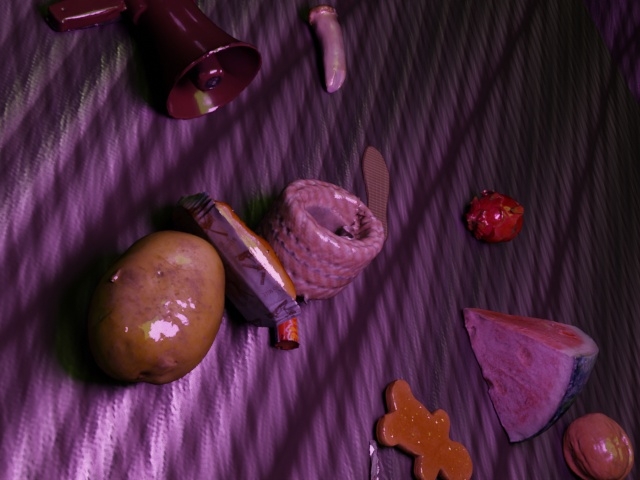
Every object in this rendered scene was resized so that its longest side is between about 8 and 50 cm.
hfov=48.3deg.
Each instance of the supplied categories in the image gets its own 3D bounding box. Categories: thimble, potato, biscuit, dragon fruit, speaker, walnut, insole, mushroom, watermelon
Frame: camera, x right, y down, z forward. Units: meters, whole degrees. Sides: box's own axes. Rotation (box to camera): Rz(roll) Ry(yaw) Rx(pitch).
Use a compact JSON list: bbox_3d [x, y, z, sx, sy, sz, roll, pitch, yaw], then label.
[{"bbox_3d":[-0.006,-0.003,1.279,0.196,0.148,0.229,46,28,9],"label":"thimble"},{"bbox_3d":[-0.236,0.097,1.037,0.197,0.149,0.228,28,51,-45],"label":"potato"},{"bbox_3d":[0.199,0.381,1.358,0.240,0.035,0.158,44,48,-15],"label":"biscuit"},{"bbox_3d":[0.434,-0.056,1.744,0.166,0.133,0.136,19,49,-32],"label":"dragon fruit"},{"bbox_3d":[-0.306,-0.370,1.275,0.259,0.198,0.329,-39,79,-8],"label":"speaker"},{"bbox_3d":[0.631,0.477,1.627,0.166,0.149,0.166,-16,90,-78],"label":"walnut"},{"bbox_3d":[0.126,-0.105,1.581,0.086,0.005,0.253,21,55,-32],"label":"insole"},{"bbox_3d":[0.020,-0.437,1.622,0.084,0.071,0.209,39,39,-70],"label":"mushroom"},{"bbox_3d":[0.474,0.236,1.539,0.292,0.250,0.283,55,38,-8],"label":"watermelon"}]

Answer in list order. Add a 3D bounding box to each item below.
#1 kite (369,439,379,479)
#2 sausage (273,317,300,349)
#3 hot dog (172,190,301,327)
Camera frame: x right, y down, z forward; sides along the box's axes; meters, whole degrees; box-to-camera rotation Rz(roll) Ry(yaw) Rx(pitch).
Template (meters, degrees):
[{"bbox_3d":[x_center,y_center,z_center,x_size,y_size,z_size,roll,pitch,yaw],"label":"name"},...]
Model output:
[{"bbox_3d":[0.093,0.468,1.231,0.229,0.012,0.250,30,50,-31],"label":"kite"},{"bbox_3d":[-0.063,0.118,1.259,0.050,0.048,0.145,14,56,-34],"label":"sausage"},{"bbox_3d":[-0.134,0.029,1.156,0.082,0.163,0.270,-41,97,-31],"label":"hot dog"}]
